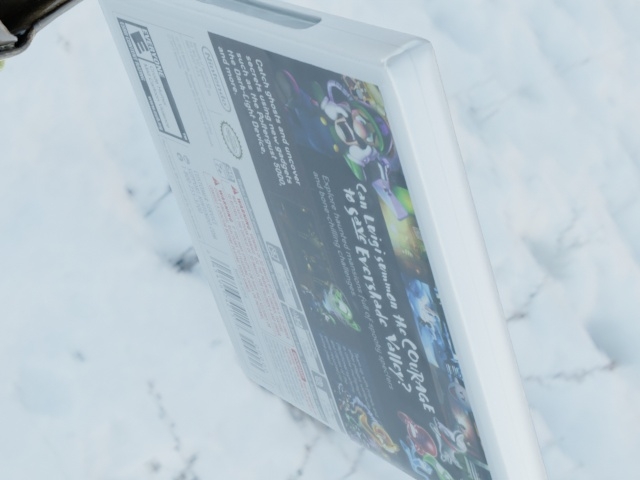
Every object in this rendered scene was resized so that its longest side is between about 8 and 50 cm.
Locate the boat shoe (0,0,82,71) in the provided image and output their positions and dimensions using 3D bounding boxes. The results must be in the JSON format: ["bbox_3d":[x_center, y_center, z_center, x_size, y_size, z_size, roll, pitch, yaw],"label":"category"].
[{"bbox_3d":[-0.220,-0.166,0.988,0.096,0.324,0.116,51,-3,30],"label":"boat shoe"}]

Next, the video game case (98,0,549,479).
[{"bbox_3d":[0.000,0.000,0.543,0.022,0.173,0.190,-34,124,-24],"label":"video game case"}]
